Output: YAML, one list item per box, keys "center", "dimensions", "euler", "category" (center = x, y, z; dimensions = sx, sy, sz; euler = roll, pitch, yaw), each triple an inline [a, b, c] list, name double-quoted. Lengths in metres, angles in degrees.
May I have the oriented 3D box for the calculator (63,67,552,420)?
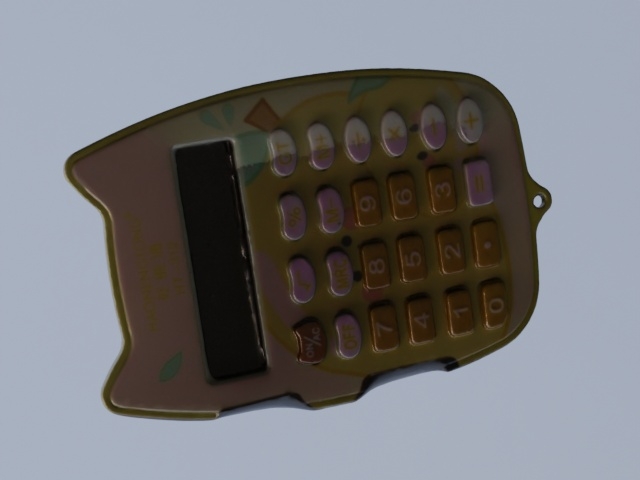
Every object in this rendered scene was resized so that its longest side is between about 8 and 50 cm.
- center: [0.000, 0.000, 0.933]
  dimensions: [0.236, 0.033, 0.157]
  euler: [-10, -84, -16]
  category: "calculator"
